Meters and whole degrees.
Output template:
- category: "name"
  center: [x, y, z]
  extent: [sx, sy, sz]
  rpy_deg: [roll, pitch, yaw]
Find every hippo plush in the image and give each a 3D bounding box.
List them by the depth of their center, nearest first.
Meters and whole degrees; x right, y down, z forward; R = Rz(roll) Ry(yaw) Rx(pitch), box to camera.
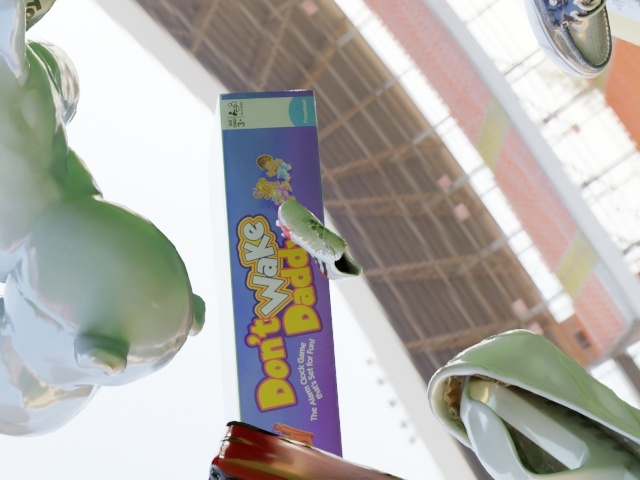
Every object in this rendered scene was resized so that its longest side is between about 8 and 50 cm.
- category: "hippo plush"
  center: [-0.174, -0.014, 0.770]
  extent: [0.236, 0.294, 0.234]
  rpy_deg: [50, -159, -3]

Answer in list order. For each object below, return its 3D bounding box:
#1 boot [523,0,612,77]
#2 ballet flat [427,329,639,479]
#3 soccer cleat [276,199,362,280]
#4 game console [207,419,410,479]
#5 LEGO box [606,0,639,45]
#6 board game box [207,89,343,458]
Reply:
- category: "boot"
  center: [0.221, -0.216, 1.031]
  extent: [0.086, 0.069, 0.190]
  rpy_deg: [17, 149, 56]
- category: "ballet flat"
  center: [0.221, 0.187, 0.883]
  extent: [0.139, 0.139, 0.400]
  rpy_deg: [35, 179, -40]
- category: "soccer cleat"
  center: [0.000, 0.000, 0.868]
  extent: [0.083, 0.036, 0.029]
  rpy_deg: [52, -124, -34]
- category: "game console"
  center: [0.002, 0.164, 0.657]
  extent: [0.144, 0.085, 0.124]
  rpy_deg: [19, -174, -1]
- category: "LEGO box"
  center: [0.427, -0.315, 1.202]
  extent: [0.500, 0.193, 0.372]
  rpy_deg: [28, 175, 25]
- category: "board game box"
  center: [-0.043, 0.072, 1.022]
  extent: [0.233, 0.078, 0.347]
  rpy_deg: [125, 141, -77]
